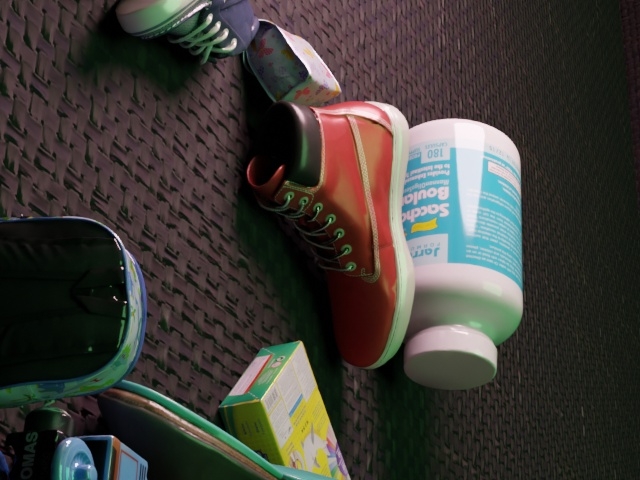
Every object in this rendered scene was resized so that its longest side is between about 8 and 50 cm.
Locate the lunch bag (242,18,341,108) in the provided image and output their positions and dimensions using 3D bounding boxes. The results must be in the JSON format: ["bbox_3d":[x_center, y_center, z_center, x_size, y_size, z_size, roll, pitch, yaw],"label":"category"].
[{"bbox_3d":[-0.031,-0.155,1.151,0.083,0.053,0.071,58,17,18],"label":"lunch bag"}]

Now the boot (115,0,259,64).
[{"bbox_3d":[-0.091,-0.170,0.996,0.086,0.069,0.190,67,24,-21],"label":"boot"}]

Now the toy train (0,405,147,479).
[{"bbox_3d":[-0.147,0.186,0.708,0.105,0.080,0.184,53,34,-57],"label":"toy train"}]

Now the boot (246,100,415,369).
[{"bbox_3d":[0.000,0.000,1.144,0.176,0.088,0.244,-7,97,-50],"label":"boot"}]

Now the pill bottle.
[{"bbox_3d":[0.136,0.016,1.346,0.146,0.146,0.264,50,36,-49],"label":"pill bottle"}]

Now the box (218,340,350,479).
[{"bbox_3d":[-0.019,0.184,1.049,0.179,0.043,0.105,70,24,-16],"label":"box"}]

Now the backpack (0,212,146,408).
[{"bbox_3d":[-0.153,0.039,0.707,0.084,0.114,0.105,73,12,-72],"label":"backpack"}]

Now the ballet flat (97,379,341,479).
[{"bbox_3d":[-0.053,0.183,0.889,0.280,0.095,0.096,33,73,-43],"label":"ballet flat"}]
